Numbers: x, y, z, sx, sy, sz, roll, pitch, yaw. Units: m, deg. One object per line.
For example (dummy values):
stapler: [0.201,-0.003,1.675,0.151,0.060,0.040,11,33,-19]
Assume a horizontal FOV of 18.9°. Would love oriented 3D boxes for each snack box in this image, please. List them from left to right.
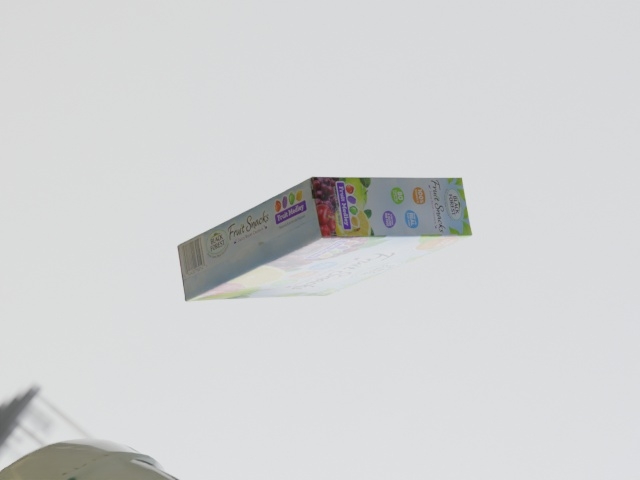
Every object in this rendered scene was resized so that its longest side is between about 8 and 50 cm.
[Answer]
snack box: [0.000,0.000,1.051,0.141,0.100,0.037,-24,-107,53]

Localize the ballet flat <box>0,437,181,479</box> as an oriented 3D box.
ballet flat: [-0.008,0.242,0.647,0.139,0.400,0.139,-16,-151,9]
